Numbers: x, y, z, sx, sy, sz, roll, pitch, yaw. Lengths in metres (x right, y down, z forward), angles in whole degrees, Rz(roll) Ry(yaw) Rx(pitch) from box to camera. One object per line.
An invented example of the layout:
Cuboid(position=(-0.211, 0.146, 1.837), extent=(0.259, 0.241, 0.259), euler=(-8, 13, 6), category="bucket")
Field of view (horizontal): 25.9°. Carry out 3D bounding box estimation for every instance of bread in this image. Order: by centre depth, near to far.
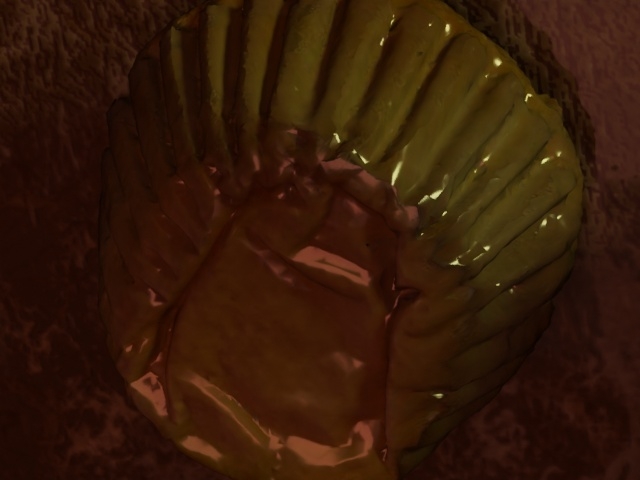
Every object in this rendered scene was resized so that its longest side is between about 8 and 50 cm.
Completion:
Cuboid(position=(0.000, 0.000, 0.723), extent=(0.274, 0.149, 0.274), euler=(5, 115, 10), category="bread")
